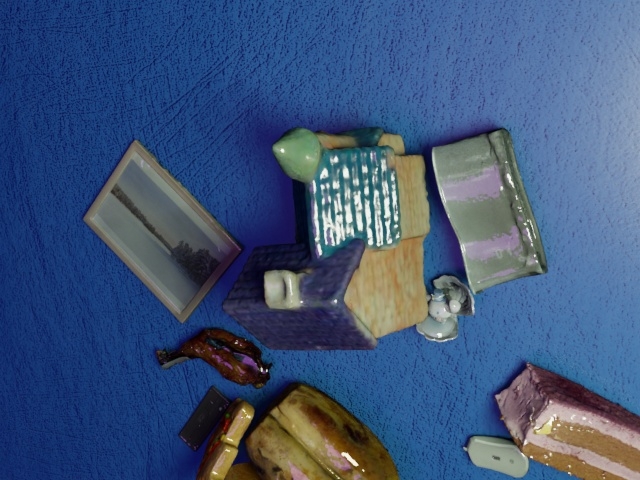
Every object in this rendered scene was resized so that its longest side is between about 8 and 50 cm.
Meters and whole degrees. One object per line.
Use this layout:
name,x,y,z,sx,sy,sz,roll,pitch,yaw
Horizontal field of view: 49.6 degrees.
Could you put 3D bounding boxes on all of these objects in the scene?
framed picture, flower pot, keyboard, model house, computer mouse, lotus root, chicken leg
framed picture,-0.301,-0.014,1.299,0.289,0.016,0.213,45,116,8
flower pot,0.246,-0.042,1.004,0.108,0.103,0.229,-17,95,25
keyboard,-0.229,0.352,1.363,0.053,0.010,0.155,41,115,11
model house,0.000,0.000,0.992,0.245,0.280,0.313,-2,95,36
computer mouse,0.287,0.345,1.124,0.110,0.032,0.056,4,104,34
lotus root,0.007,0.381,1.173,0.291,0.193,0.193,38,115,11
chicken leg,-0.204,0.216,1.299,0.253,0.051,0.106,5,110,26

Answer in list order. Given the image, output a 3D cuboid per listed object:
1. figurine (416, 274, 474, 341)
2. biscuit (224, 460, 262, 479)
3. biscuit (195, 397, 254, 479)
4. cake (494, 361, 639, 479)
figurine,0.190,0.100,1.077,0.094,0.082,0.086,39,141,33
biscuit,-0.060,0.461,1.218,0.215,0.182,0.034,19,105,-28
biscuit,-0.188,0.391,1.239,0.041,0.239,0.212,29,140,-11
cake,0.407,0.299,1.022,0.295,0.113,0.116,26,114,4
